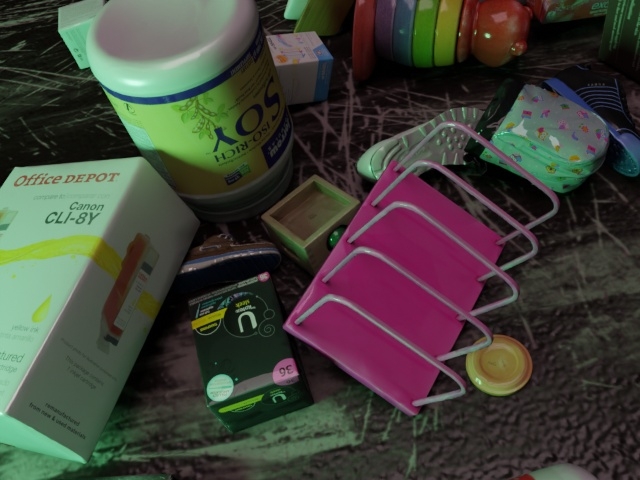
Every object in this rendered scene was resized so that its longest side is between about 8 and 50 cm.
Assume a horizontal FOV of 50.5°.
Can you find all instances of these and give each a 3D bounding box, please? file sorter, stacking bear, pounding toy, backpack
[{"bbox_3d":[0.132,0.030,0.836,0.202,0.182,0.291,35,65,-4],"label":"file sorter"},{"bbox_3d":[0.213,-0.367,1.169,0.289,0.164,0.175,9,56,13],"label":"stacking bear"},{"bbox_3d":[0.000,0.000,1.000,0.130,0.100,0.141,-40,46,-16],"label":"pounding toy"},{"bbox_3d":[0.322,-0.147,0.993,0.182,0.115,0.152,30,73,9],"label":"backpack"}]

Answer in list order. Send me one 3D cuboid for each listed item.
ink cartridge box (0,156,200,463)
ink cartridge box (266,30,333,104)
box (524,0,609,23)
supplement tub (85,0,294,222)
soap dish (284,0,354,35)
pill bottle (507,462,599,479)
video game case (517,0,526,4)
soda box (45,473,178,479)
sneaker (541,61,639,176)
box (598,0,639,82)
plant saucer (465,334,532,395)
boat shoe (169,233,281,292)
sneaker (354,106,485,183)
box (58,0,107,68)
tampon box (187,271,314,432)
[{"bbox_3d":[-0.382,0.078,0.950,0.279,0.160,0.385,0,54,28],"label":"ink cartridge box"},{"bbox_3d":[-0.064,-0.300,1.193,0.143,0.090,0.092,-12,52,-21],"label":"ink cartridge box"},{"bbox_3d":[0.476,-0.469,1.154,0.257,0.122,0.128,-11,60,-14],"label":"box"},{"bbox_3d":[-0.174,-0.204,1.024,0.241,0.331,0.241,-6,54,9],"label":"supplement tub"},{"bbox_3d":[0.044,-0.546,1.264,0.118,0.291,0.229,22,55,-13],"label":"soap dish"},{"bbox_3d":[0.091,0.375,0.618,0.407,0.229,0.229,-19,53,-1],"label":"pill bottle"},{"bbox_3d":[0.453,-0.510,1.293,0.190,0.022,0.173,6,57,17],"label":"video game case"},{"bbox_3d":[-0.257,0.327,0.839,0.169,0.053,0.060,-5,54,9],"label":"soda box"},{"bbox_3d":[0.438,-0.196,1.035,0.090,0.081,0.232,-29,53,0],"label":"sneaker"},{"bbox_3d":[0.576,-0.341,1.053,0.167,0.168,0.203,-34,55,-13],"label":"box"},{"bbox_3d":[0.229,0.159,0.873,0.083,0.013,0.083,-7,54,9],"label":"plant saucer"},{"bbox_3d":[-0.150,0.024,1.022,0.183,0.066,0.066,-11,52,5],"label":"boat shoe"},{"bbox_3d":[0.166,-0.149,1.065,0.235,0.090,0.095,-18,9,-18],"label":"sneaker"},{"bbox_3d":[-0.470,-0.429,1.394,0.102,0.101,0.087,-16,53,1],"label":"box"},{"bbox_3d":[-0.093,0.148,0.899,0.120,0.101,0.161,-20,54,-1],"label":"tampon box"}]
